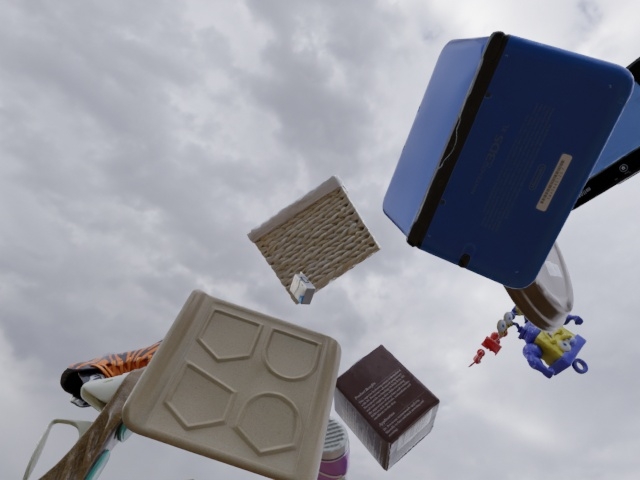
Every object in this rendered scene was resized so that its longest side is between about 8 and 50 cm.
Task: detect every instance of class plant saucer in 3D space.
[{"bbox_3d":[0.349,0.015,0.781,0.041,0.278,0.278,-29,-65,36],"label":"plant saucer"}]

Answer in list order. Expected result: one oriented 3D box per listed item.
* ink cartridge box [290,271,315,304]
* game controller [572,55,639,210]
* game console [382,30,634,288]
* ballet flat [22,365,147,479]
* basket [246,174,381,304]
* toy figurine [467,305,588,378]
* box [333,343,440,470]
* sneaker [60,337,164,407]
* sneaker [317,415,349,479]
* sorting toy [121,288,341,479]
[{"bbox_3d":[-0.048,0.117,1.158,0.028,0.083,0.048,6,-67,-34],"label":"ink cartridge box"},{"bbox_3d":[0.510,-0.182,0.830,0.067,0.166,0.319,8,-34,-31],"label":"game controller"},{"bbox_3d":[0.232,-0.121,0.665,0.250,0.173,0.293,24,-72,15],"label":"game console"},{"bbox_3d":[-0.372,0.312,0.763,0.124,0.342,0.116,31,-41,2],"label":"ballet flat"},{"bbox_3d":[0.000,0.000,1.487,0.331,0.328,0.266,-35,-95,4],"label":"basket"},{"bbox_3d":[0.574,0.254,1.183,0.217,0.363,0.191,39,-41,26],"label":"toy figurine"},{"bbox_3d":[0.157,0.409,1.152,0.203,0.168,0.167,41,-30,36],"label":"box"},{"bbox_3d":[-0.423,0.302,1.026,0.321,0.180,0.124,-16,-94,14],"label":"sneaker"},{"bbox_3d":[-0.062,0.386,0.921,0.282,0.102,0.161,23,-47,39],"label":"sneaker"},{"bbox_3d":[-0.103,0.206,0.549,0.229,0.307,0.041,22,-51,-3],"label":"sorting toy"}]
